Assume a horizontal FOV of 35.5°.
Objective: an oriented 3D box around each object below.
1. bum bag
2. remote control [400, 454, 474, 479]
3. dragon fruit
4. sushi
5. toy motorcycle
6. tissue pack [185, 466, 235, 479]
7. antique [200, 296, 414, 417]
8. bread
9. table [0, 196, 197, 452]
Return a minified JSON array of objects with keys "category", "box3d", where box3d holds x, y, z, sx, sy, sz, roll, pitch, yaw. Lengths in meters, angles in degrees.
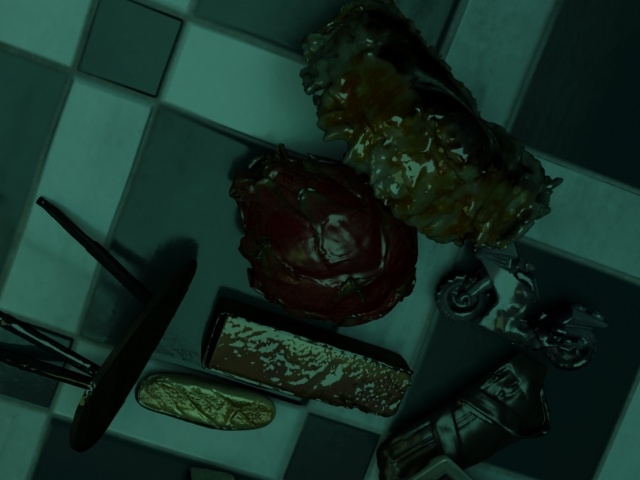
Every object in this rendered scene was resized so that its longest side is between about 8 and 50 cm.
[{"category":"bum bag","box3d":[0.231,0.306,1.569,0.326,0.080,0.142,-34,100,2]},{"category":"remote control","box3d":[0.235,0.434,1.570,0.109,0.055,0.313,-37,121,13]},{"category":"dragon fruit","box3d":[0.000,0.000,1.400,0.299,0.244,0.244,35,94,-9]},{"category":"sushi","box3d":[0.133,-0.149,1.318,0.176,0.417,0.417,-43,103,13]},{"category":"toy motorcycle","box3d":[0.315,0.091,1.529,0.270,0.106,0.159,23,103,-7]},{"category":"tissue pack","box3d":[-0.177,0.447,1.530,0.090,0.103,0.170,12,99,-14]},{"category":"antique","box3d":[-0.020,0.182,1.509,0.310,0.087,0.093,18,100,-11]},{"category":"bread","box3d":[-0.175,0.245,1.519,0.214,0.053,0.073,13,95,-7]},{"category":"table","box3d":[-0.358,0.096,1.399,0.249,0.317,0.317,30,96,2]}]
